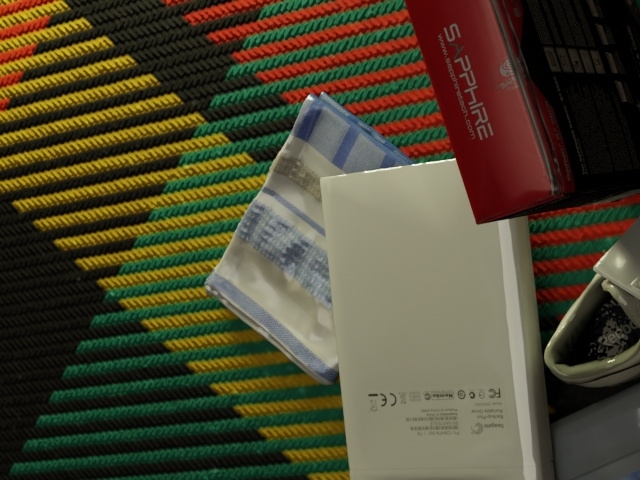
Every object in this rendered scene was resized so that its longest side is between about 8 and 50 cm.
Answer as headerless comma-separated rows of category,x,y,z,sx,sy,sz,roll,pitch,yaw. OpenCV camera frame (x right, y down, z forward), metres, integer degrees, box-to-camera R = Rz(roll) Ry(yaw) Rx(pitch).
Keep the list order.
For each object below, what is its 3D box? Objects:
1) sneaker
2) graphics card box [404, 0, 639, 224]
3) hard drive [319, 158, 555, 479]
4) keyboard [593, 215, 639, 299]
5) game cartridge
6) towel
sneaker,0.348,0.035,1.508,0.122,0.146,0.330,50,114,19
graphics card box,0.216,-0.146,1.437,0.094,0.371,0.233,-21,85,30
hard drive,0.121,0.095,1.659,0.233,0.047,0.353,-6,89,34
keyboard,0.365,-0.050,1.478,0.256,0.014,0.072,-46,40,-8
game cartridge,0.337,0.303,1.593,0.198,0.062,0.297,-32,78,34
towel,0.000,0.000,1.778,0.209,0.034,0.285,39,112,21
